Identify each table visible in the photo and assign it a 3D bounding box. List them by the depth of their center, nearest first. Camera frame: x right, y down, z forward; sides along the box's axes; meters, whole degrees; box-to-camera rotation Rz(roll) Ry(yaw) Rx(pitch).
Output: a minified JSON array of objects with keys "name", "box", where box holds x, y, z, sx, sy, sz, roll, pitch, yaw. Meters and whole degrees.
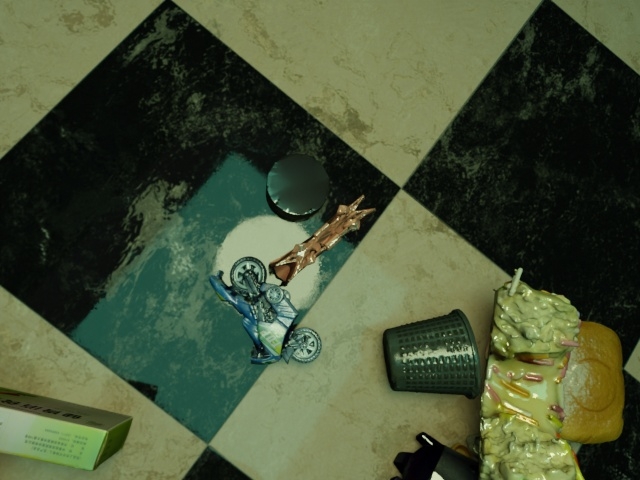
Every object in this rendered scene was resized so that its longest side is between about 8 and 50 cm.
[{"name":"table","box":[-0.048,-0.114,0.883,0.133,0.043,0.134,1,81,-9]}]

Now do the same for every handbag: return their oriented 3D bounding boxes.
[{"name":"handbag","box":[0.000,0.000,0.817,0.212,0.157,0.059,-39,90,-12]}]

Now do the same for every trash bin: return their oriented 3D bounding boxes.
[{"name":"trash bin","box":[0.208,0.230,0.826,0.160,0.175,0.176,-6,83,3]}]

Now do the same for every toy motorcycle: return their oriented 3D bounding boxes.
[{"name":"toy motorcycle","box":[-0.115,0.150,0.815,0.135,0.092,0.254,-38,81,-3]}]

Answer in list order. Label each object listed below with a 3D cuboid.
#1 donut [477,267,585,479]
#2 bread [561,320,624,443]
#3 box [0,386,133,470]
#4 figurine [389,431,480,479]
[{"name":"donut","box":[0.366,0.273,0.741,0.150,0.307,0.371,6,63,21]},{"name":"bread","box":[0.539,0.292,0.884,0.173,0.121,0.246,8,83,-9]},{"name":"box","box":[-0.466,0.302,0.688,0.260,0.175,0.062,17,71,-7]},{"name":"figurine","box":[0.272,0.493,0.773,0.308,0.308,0.143,27,120,-5]}]
